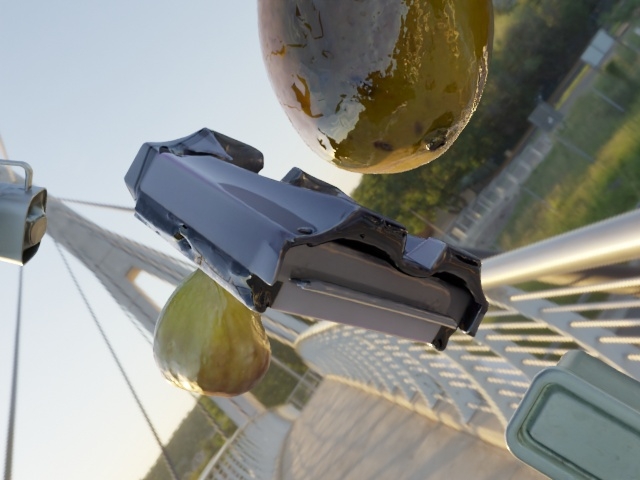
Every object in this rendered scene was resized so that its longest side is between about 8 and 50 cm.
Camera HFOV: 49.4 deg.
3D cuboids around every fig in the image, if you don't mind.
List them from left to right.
[{"bbox_3d":[-0.149,0.085,0.913,0.159,0.159,0.257,-54,-35,-56],"label":"fig"}]

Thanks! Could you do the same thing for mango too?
[{"bbox_3d":[0.045,-0.296,0.793,0.220,0.446,0.301,-17,6,-38],"label":"mango"}]

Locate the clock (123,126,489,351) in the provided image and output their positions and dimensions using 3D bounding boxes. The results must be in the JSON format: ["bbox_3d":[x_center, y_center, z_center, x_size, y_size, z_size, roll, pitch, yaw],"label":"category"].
[{"bbox_3d":[0.000,0.000,0.526,0.253,0.186,0.083,20,-81,-48],"label":"clock"}]

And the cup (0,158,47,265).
[{"bbox_3d":[-0.420,-0.044,0.890,0.095,0.129,0.128,-110,33,-72],"label":"cup"}]

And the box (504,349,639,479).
[{"bbox_3d":[0.474,0.306,1.091,0.182,0.311,0.175,-24,-41,-57],"label":"box"}]
